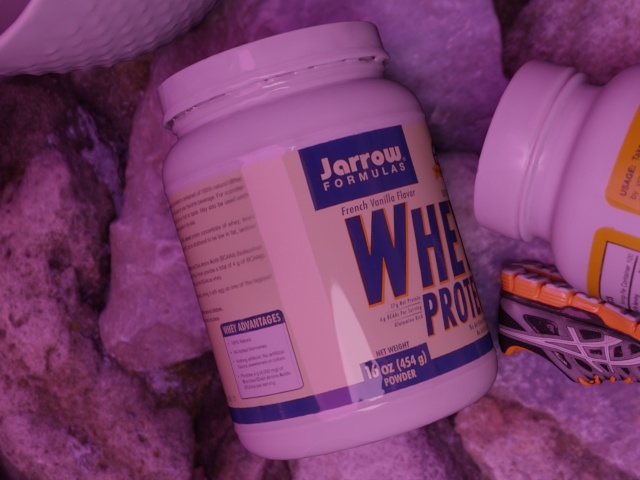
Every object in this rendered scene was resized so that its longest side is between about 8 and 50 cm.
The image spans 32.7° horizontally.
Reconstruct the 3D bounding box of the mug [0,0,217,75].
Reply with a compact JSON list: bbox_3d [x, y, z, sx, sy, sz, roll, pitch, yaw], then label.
[{"bbox_3d":[-0.181,-0.280,0.937,0.374,0.328,0.276,4,99,26],"label":"mug"}]

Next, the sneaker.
[{"bbox_3d":[0.245,0.087,0.918,0.215,0.084,0.083,23,109,32],"label":"sneaker"}]

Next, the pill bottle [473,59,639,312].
[{"bbox_3d":[0.294,-0.025,0.814,0.334,0.188,0.188,21,106,22],"label":"pill bottle"}]

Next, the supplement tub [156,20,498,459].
[{"bbox_3d":[0.000,0.000,0.937,0.235,0.235,0.324,-17,90,27],"label":"supplement tub"}]
